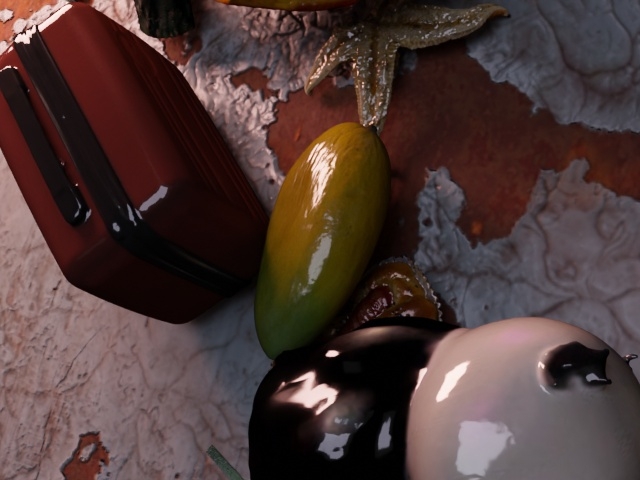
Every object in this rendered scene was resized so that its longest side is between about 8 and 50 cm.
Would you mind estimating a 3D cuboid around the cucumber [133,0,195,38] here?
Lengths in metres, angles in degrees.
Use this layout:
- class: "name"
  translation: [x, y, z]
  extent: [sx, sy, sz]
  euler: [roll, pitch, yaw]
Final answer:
- class: "cucumber"
  translation: [-0.185, -0.321, 1.332]
  extent: [0.062, 0.211, 0.078]
  euler: [-19, 44, -11]

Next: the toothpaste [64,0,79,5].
- class: "toothpaste"
  translation: [-0.287, -0.312, 1.490]
  extent: [0.027, 0.019, 0.083]
  euler: [15, 79, 53]

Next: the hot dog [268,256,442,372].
- class: "hot dog"
  translation: [0.034, 0.100, 1.188]
  extent: [0.191, 0.059, 0.108]
  euler: [-43, 57, 11]

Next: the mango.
- class: "mango"
  translation: [0.004, -0.004, 1.183]
  extent: [0.137, 0.091, 0.238]
  euler: [-34, 38, 53]

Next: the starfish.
- class: "starfish"
  translation: [0.087, -0.212, 1.264]
  extent: [0.247, 0.050, 0.138]
  euler: [-49, 62, 8]

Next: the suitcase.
- class: "suitcase"
  translation: [-0.193, -0.074, 1.246]
  extent: [0.161, 0.236, 0.297]
  euler: [-37, 62, 12]

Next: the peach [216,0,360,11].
- class: "peach"
  translation: [-0.005, -0.384, 1.253]
  extent: [0.306, 0.242, 0.380]
  euler: [-28, 44, -9]

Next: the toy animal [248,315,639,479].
- class: "toy animal"
  translation: [0.114, 0.168, 1.017]
  extent: [0.309, 0.251, 0.251]
  euler: [-16, 68, 22]

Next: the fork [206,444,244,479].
- class: "fork"
  translation: [-0.042, 0.276, 1.189]
  extent: [0.235, 0.021, 0.039]
  euler: [41, 91, 29]
